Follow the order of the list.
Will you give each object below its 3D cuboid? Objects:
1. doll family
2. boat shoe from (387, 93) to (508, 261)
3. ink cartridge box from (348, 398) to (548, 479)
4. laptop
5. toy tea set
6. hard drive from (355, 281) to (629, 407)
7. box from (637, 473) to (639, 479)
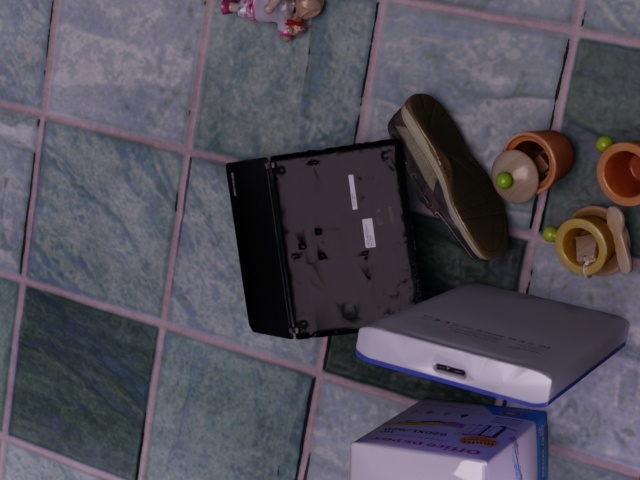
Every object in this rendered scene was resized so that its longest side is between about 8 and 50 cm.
[{"bbox_3d":[-0.057,-0.381,1.647,0.163,0.118,0.263,10,101,25],"label":"doll family"},{"bbox_3d":[0.153,-0.070,1.612,0.073,0.080,0.223,-38,75,49],"label":"boat shoe"},{"bbox_3d":[0.155,0.299,1.566,0.171,0.233,0.168,3,98,26],"label":"ink cartridge box"},{"bbox_3d":[0.000,0.000,1.694,0.264,0.136,0.234,-8,94,14],"label":"laptop"},{"bbox_3d":[0.330,-0.023,1.467,0.336,0.124,0.200,13,113,39],"label":"toy tea set"},{"bbox_3d":[0.201,0.108,1.469,0.210,0.319,0.040,13,102,25],"label":"hard drive"},{"bbox_3d":[0.422,0.279,1.348,0.177,0.279,0.290,17,77,24],"label":"box"}]
